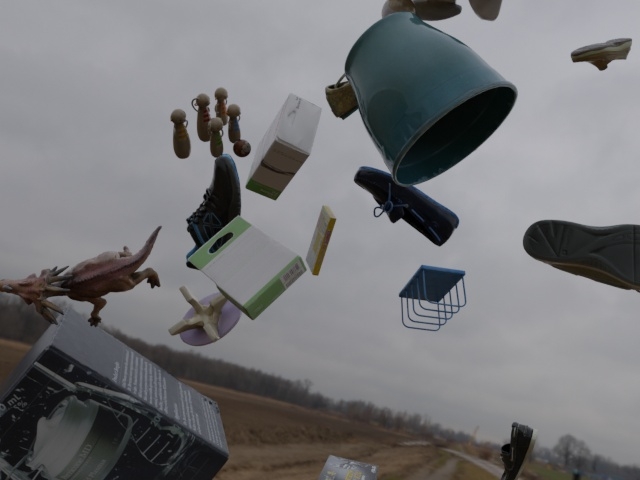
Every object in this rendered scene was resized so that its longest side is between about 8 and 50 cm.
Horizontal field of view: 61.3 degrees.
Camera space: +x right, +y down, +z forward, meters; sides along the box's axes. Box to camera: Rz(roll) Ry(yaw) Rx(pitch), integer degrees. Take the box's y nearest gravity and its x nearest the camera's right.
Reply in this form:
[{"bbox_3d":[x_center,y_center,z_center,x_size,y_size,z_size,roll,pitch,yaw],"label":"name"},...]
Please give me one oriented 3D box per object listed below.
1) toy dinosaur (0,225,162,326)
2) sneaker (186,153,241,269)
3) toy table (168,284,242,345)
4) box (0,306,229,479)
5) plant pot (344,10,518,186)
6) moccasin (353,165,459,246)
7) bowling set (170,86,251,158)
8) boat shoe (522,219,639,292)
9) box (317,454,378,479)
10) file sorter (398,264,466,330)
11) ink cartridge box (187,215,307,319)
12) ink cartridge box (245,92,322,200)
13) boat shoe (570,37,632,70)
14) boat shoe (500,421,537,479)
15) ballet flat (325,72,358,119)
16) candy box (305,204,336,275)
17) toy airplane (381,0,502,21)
[{"bbox_3d":[-0.435,0.072,1.037,0.296,0.127,0.200,-28,-11,2],"label":"toy dinosaur"},{"bbox_3d":[-0.285,-0.062,1.428,0.140,0.340,0.125,3,22,-13],"label":"sneaker"},{"bbox_3d":[-0.442,0.288,2.074,0.252,0.274,0.161,41,-8,17],"label":"toy table"},{"bbox_3d":[-0.554,0.500,1.242,0.472,0.479,0.297,40,-4,-19],"label":"box"},{"bbox_3d":[0.187,-0.289,1.043,0.272,0.255,0.271,-28,-19,-11],"label":"plant pot"},{"bbox_3d":[0.243,-0.100,1.589,0.342,0.116,0.137,29,-8,4],"label":"moccasin"},{"bbox_3d":[-0.287,-0.344,1.591,0.200,0.287,0.154,18,-46,13],"label":"bowling set"},{"bbox_3d":[0.570,0.033,1.062,0.321,0.118,0.103,10,-12,34],"label":"boat shoe"},{"bbox_3d":[0.094,0.813,1.823,0.183,0.056,0.231,9,2,12],"label":"box"},{"bbox_3d":[0.290,0.154,1.400,0.118,0.104,0.170,8,-33,-10],"label":"file sorter"},{"bbox_3d":[-0.171,0.056,1.238,0.235,0.171,0.056,31,-24,39],"label":"ink cartridge box"},{"bbox_3d":[-0.116,-0.281,1.652,0.115,0.198,0.273,23,-33,-17],"label":"ink cartridge box"},{"bbox_3d":[0.762,-0.495,1.459,0.190,0.072,0.068,-15,27,-12],"label":"boat shoe"},{"bbox_3d":[0.578,0.644,1.619,0.079,0.232,0.084,17,26,16],"label":"boat shoe"},{"bbox_3d":[0.158,-0.434,1.357,0.349,0.123,0.123,-28,-37,26],"label":"ballet flat"},{"bbox_3d":[0.000,0.000,1.734,0.027,0.205,0.105,10,23,-17],"label":"candy box"},{"bbox_3d":[0.265,-0.629,1.320,0.386,0.272,0.384,22,19,-33],"label":"toy airplane"}]
